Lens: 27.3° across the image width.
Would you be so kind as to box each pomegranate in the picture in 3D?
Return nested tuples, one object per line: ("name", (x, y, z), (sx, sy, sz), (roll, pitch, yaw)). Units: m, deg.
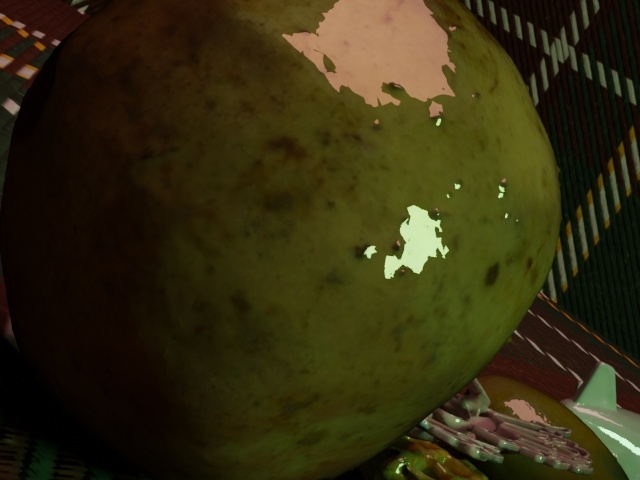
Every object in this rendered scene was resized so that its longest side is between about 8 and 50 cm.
("pomegranate", (-0.022, -0.014, 0.654), (0.281, 0.281, 0.281), (32, 8, -5))

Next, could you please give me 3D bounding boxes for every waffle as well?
("waffle", (0.098, 0.173, 0.834), (0.194, 0.051, 0.149), (32, 9, -1))

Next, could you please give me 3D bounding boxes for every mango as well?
("mango", (0.173, 0.173, 1.016), (0.194, 0.092, 0.130), (38, 1, -37))

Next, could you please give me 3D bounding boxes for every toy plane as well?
("toy plane", (0.309, 0.204, 1.240), (0.244, 0.117, 0.245), (31, 7, -4))

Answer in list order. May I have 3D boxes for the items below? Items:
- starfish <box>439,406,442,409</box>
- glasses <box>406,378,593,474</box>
("starfish", (-0.006, 0.009, 1.173), (0.383, 0.132, 0.398), (37, -8, -24))
("glasses", (0.095, 0.089, 0.850), (0.162, 0.095, 0.255), (37, 12, 37))
